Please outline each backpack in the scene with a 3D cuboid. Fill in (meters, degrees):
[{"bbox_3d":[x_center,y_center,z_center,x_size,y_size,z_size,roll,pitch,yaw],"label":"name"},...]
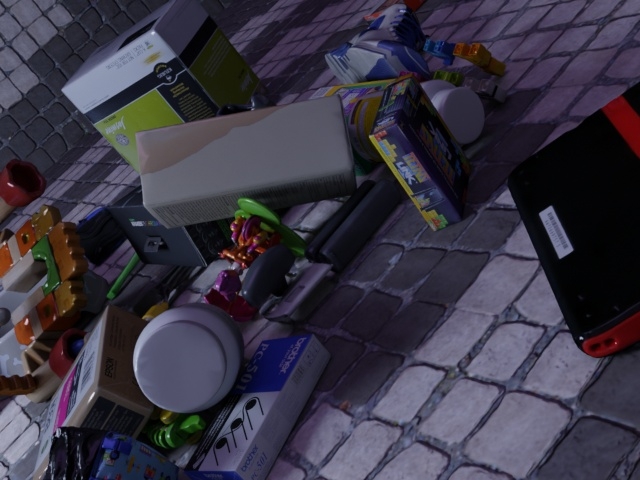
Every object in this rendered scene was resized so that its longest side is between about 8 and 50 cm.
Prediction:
[{"bbox_3d":[-0.504,-0.020,2.040,0.120,0.098,0.101,-44,21,-11],"label":"backpack"},{"bbox_3d":[-0.256,0.318,1.032,0.117,0.158,0.173,-2,54,27],"label":"backpack"}]

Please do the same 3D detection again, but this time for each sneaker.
[{"bbox_3d":[0.136,-0.379,1.731,0.182,0.127,0.315,-44,23,-6],"label":"sneaker"},{"bbox_3d":[-0.199,-0.226,1.941,0.300,0.121,0.111,-27,26,26],"label":"sneaker"}]

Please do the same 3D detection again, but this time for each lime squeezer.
[{"bbox_3d":[-0.360,-0.003,1.884,0.310,0.059,0.110,-79,16,-54],"label":"lime squeezer"}]

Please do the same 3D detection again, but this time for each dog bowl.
[{"bbox_3d":[-0.601,0.167,1.843,0.349,0.102,0.348,-32,24,16],"label":"dog bowl"}]

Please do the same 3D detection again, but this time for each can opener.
[{"bbox_3d":[0.000,0.000,1.293,0.283,0.095,0.076,-50,26,-23],"label":"can opener"}]

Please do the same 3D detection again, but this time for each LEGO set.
[{"bbox_3d":[0.239,-0.274,1.465,0.227,0.093,0.087,24,94,56],"label":"LEGO set"}]

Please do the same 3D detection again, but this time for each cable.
[{"bbox_3d":[-0.278,0.112,1.575,0.139,0.072,0.287,-43,5,36],"label":"cable"}]

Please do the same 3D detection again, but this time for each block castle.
[{"bbox_3d":[-0.565,0.051,1.538,0.213,0.303,0.453,-38,64,27],"label":"block castle"}]

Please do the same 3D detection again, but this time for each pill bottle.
[{"bbox_3d":[-0.165,0.147,1.132,0.131,0.131,0.229,-40,1,-3],"label":"pill bottle"},{"bbox_3d":[0.146,-0.181,1.379,0.117,0.117,0.215,-49,26,-23],"label":"pill bottle"}]

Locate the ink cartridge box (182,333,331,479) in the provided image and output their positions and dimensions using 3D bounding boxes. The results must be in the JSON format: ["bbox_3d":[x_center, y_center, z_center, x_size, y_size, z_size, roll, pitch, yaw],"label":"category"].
[{"bbox_3d":[-0.074,0.207,1.093,0.097,0.046,0.207,-14,34,42],"label":"ink cartridge box"}]

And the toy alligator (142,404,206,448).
[{"bbox_3d":[-0.215,0.249,1.206,0.190,0.056,0.051,-3,43,53],"label":"toy alligator"}]

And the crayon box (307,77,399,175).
[{"bbox_3d":[0.037,-0.201,1.613,0.165,0.081,0.278,-47,25,-18],"label":"crayon box"}]

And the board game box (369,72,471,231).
[{"bbox_3d":[0.139,-0.121,1.218,0.048,0.170,0.141,-23,29,29],"label":"board game box"}]

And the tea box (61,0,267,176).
[{"bbox_3d":[-0.369,-0.361,2.170,0.329,0.323,0.220,-22,30,32],"label":"tea box"}]

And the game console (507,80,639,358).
[{"bbox_3d":[0.379,-0.070,0.948,0.342,0.060,0.386,-36,23,18],"label":"game console"}]

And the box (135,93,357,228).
[{"bbox_3d":[-0.106,-0.115,1.364,0.311,0.121,0.148,-10,-14,1],"label":"box"}]

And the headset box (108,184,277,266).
[{"bbox_3d":[-0.207,-0.074,1.611,0.283,0.131,0.246,-40,23,-31],"label":"headset box"}]

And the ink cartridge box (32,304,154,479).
[{"bbox_3d":[-0.314,0.231,1.268,0.193,0.088,0.234,-55,21,15],"label":"ink cartridge box"}]

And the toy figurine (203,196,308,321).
[{"bbox_3d":[-0.113,0.043,1.335,0.130,0.173,0.159,22,71,20],"label":"toy figurine"}]

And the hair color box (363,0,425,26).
[{"bbox_3d":[0.187,-0.546,2.047,0.167,0.053,0.093,-49,27,-19],"label":"hair color box"}]
